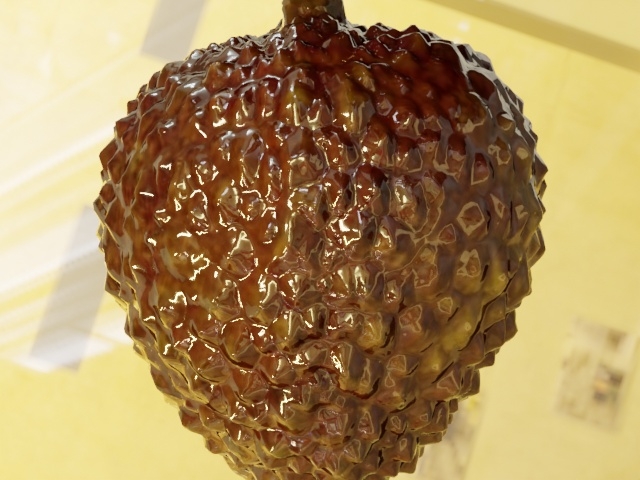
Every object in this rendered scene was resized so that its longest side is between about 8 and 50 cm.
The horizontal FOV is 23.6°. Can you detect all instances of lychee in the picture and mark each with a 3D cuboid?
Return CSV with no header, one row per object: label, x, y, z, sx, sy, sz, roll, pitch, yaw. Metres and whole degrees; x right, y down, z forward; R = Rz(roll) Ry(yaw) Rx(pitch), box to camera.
lychee,0.000,0.000,0.784,0.236,0.236,0.271,-85,0,-75
